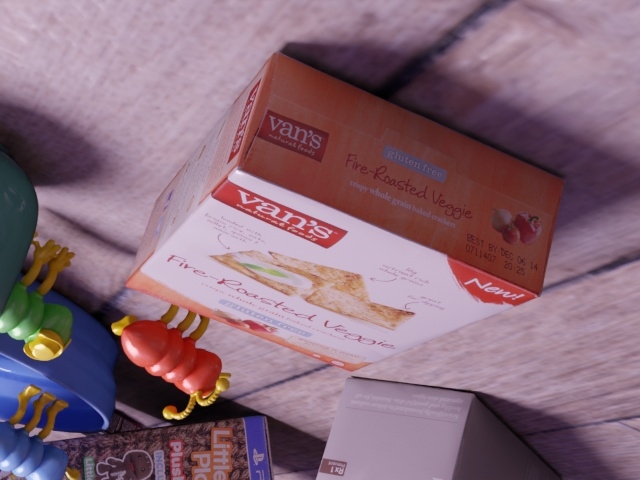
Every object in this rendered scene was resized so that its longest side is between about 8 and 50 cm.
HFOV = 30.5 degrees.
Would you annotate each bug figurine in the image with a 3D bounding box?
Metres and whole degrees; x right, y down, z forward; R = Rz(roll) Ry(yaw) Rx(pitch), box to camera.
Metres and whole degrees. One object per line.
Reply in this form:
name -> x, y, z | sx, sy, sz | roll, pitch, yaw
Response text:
bug figurine -> -0.211, 0.106, 0.886 | 0.279, 0.072, 0.216 | -34, 129, 31

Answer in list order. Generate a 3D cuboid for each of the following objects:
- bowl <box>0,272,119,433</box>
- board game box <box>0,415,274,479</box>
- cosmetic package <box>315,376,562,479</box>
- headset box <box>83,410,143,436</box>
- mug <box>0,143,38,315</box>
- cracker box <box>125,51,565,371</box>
bowl -> -0.369, 0.075, 1.079 | 0.391, 0.077, 0.391 | 15, 159, 6
board game box -> -0.227, 0.271, 1.210 | 0.291, 0.141, 0.232 | -2, 170, -32
cosmetic package -> 0.110, 0.210, 1.017 | 0.127, 0.107, 0.238 | 4, 152, 31
headset box -> -0.263, 0.227, 1.431 | 0.062, 0.032, 0.083 | 4, 156, 32
mug -> -0.253, -0.023, 0.719 | 0.158, 0.097, 0.129 | 19, 159, -2
cracker box -> 0.000, 0.000, 0.626 | 0.156, 0.067, 0.232 | 22, 158, -14
